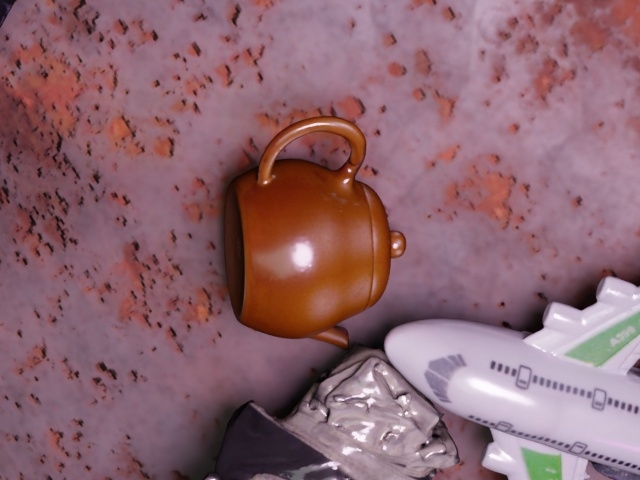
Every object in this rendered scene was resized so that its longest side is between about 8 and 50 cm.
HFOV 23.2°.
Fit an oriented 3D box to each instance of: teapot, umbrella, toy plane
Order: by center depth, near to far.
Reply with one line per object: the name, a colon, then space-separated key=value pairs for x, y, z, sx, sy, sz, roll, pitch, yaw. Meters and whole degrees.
toy plane: x=0.158 y=0.100 z=0.935 sx=0.255 sy=0.101 sz=0.251 roll=21 pitch=108 yaw=-1
teapot: x=0.000 y=0.000 z=0.949 sx=0.116 sy=0.116 sz=0.173 roll=10 pitch=124 yaw=9
umbrella: x=-0.070 y=0.205 z=0.954 sx=0.357 sy=0.106 sz=0.113 roll=-43 pitch=113 yaw=-10

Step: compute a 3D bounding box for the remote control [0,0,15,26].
remote control: x=-0.272 y=-0.110 z=0.995 sx=0.090 sy=0.066 sz=0.266 roll=35 pitch=109 yaw=5
